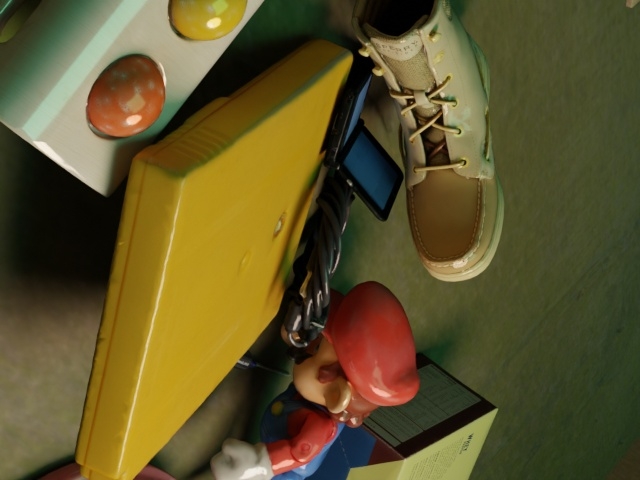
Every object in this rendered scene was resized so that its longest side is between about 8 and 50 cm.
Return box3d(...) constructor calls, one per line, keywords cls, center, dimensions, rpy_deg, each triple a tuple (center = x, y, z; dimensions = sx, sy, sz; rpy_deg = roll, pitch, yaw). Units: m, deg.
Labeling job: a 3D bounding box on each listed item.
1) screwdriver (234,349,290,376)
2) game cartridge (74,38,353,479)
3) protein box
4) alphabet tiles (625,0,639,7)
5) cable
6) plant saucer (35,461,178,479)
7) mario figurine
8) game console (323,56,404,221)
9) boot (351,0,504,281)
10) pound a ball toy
box3d(cls="screwdriver", center=(-0.066, 0.136, 1.144), dimensions=(0.170, 0.024, 0.025), rpy_deg=(43, 55, -61))
box3d(cls="game cartridge", center=(-0.081, 0.008, 0.855), dimensions=(0.324, 0.053, 0.285), rpy_deg=(-46, 156, -59))
box3d(cls="protein box", center=(0.094, 0.285, 1.401), dimensions=(0.201, 0.136, 0.200), rpy_deg=(-16, 132, -46))
box3d(cls="alphabet tiles", center=(0.405, -0.431, 1.176), dimensions=(0.285, 0.011, 0.342), rpy_deg=(-41, 147, -22))
box3d(cls="cable", center=(0.000, 0.000, 1.008), dimensions=(0.184, 0.047, 0.150), rpy_deg=(-74, 177, -53))
box3d(cls="plant saucer", center=(-0.213, 0.375, 1.014), dimensions=(0.332, 0.084, 0.332), rpy_deg=(-16, 112, -46))
box3d(cls="mario figurine", center=(-0.028, 0.164, 1.135), dimensions=(0.170, 0.198, 0.320), rpy_deg=(21, 116, -25))
box3d(cls="game console", center=(0.051, -0.095, 0.980), dimensions=(0.122, 0.071, 0.107), rpy_deg=(-64, 172, -63))
box3d(cls="boot", center=(0.096, -0.113, 0.956), dimensions=(0.203, 0.095, 0.262), rpy_deg=(47, 43, -58))
box3d(cls="pound a ball toy", center=(-0.129, -0.165, 0.645), dimensions=(0.319, 0.136, 0.208), rpy_deg=(-53, 150, -4))
